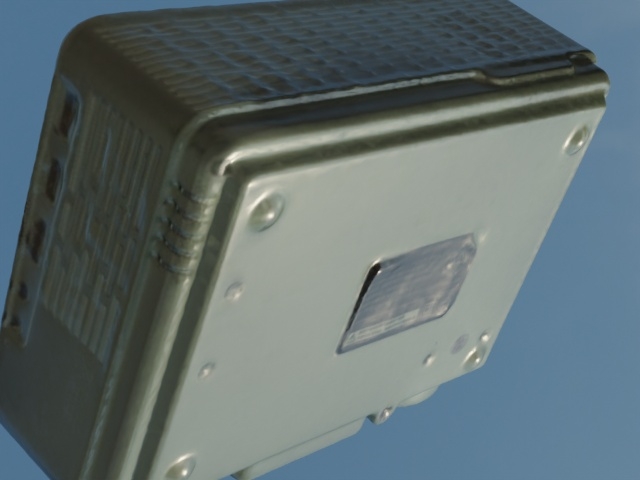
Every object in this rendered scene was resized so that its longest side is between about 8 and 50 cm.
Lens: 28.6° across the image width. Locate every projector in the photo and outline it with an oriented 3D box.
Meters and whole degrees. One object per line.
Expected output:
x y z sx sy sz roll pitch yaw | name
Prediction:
0.000 0.000 0.542 0.257 0.192 0.099 -16 -134 -45 | projector
